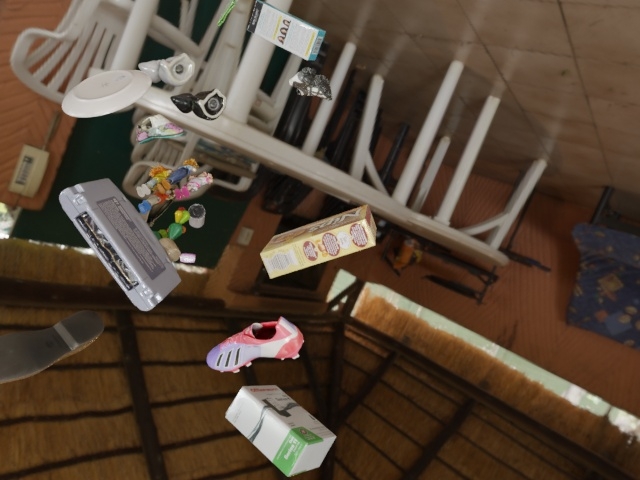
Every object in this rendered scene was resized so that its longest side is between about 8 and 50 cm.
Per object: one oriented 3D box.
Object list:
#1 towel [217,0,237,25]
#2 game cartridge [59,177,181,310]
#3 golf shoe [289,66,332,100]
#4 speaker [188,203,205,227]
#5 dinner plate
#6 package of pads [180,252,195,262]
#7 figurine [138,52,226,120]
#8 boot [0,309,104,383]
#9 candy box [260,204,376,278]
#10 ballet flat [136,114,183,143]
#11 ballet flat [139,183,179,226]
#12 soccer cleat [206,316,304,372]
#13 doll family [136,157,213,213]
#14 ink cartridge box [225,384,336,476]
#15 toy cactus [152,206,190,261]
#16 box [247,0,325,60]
[{"bbox_3d":[-0.323,-0.846,1.802,0.023,0.113,0.152,31,-137,-25],"label":"towel"},{"bbox_3d":[-0.427,0.002,1.100,0.294,0.060,0.196,57,-169,-9],"label":"game cartridge"},{"bbox_3d":[-0.031,-0.533,1.725,0.094,0.077,0.198,-13,163,30],"label":"golf shoe"},{"bbox_3d":[-0.426,-0.083,1.717,0.055,0.055,0.136,22,164,-8],"label":"speaker"},{"bbox_3d":[-0.334,-0.236,0.776,0.141,0.141,0.017,25,144,30],"label":"dinner plate"},{"bbox_3d":[-0.469,0.062,1.767,0.050,0.032,0.083,7,179,-13],"label":"package of pads"},{"bbox_3d":[-0.411,-0.444,1.446,0.209,0.092,0.215,16,158,45],"label":"figurine"},{"bbox_3d":[-0.659,0.266,1.153,0.305,0.115,0.112,-20,-112,-51],"label":"boot"},{"bbox_3d":[0.000,0.000,1.450,0.316,0.087,0.183,-17,-166,12],"label":"candy box"},{"bbox_3d":[-0.534,-0.365,1.622,0.221,0.079,0.077,1,-160,40],"label":"ballet flat"},{"bbox_3d":[-0.576,-0.120,1.773,0.084,0.250,0.058,11,-127,-44],"label":"ballet flat"},{"bbox_3d":[-0.150,0.214,1.046,0.248,0.083,0.095,-15,123,28],"label":"soccer cleat"},{"bbox_3d":[-0.455,-0.191,1.536,0.263,0.118,0.163,-13,-157,29],"label":"doll family"},{"bbox_3d":[-0.091,0.424,1.138,0.208,0.087,0.153,30,-178,30],"label":"ink cartridge box"},{"bbox_3d":[-0.411,-0.007,1.270,0.219,0.112,0.180,-30,-139,-29],"label":"toy cactus"},{"bbox_3d":[-0.112,-0.683,1.625,0.244,0.100,0.060,32,-152,13],"label":"box"}]
